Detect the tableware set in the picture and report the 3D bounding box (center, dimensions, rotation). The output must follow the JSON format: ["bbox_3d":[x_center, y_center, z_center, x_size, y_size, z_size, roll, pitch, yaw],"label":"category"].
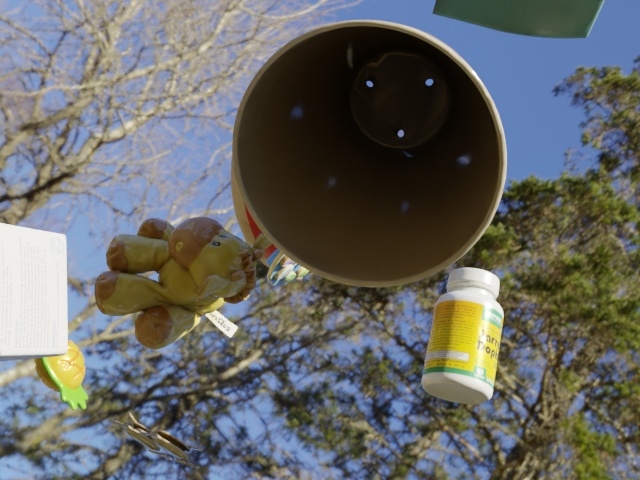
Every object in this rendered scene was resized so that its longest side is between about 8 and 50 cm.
[{"bbox_3d":[-0.322,0.395,1.539,0.194,0.039,0.128,-2,-42,47],"label":"tableware set"}]

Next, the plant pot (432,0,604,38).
[{"bbox_3d":[0.321,-0.412,1.175,0.234,0.165,0.165,20,-53,7],"label":"plant pot"}]

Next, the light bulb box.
[{"bbox_3d":[-0.671,0.093,1.252,0.358,0.361,0.225,-8,-99,20],"label":"light bulb box"}]

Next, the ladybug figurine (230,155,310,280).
[{"bbox_3d":[-0.038,-0.137,1.680,0.162,0.305,0.448,-12,-103,58],"label":"ladybug figurine"}]

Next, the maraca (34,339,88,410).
[{"bbox_3d":[-0.573,0.293,1.710,0.099,0.127,0.185,-30,-104,8],"label":"maraca"}]

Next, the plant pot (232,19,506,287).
[{"bbox_3d":[0.071,-0.125,0.829,0.257,0.274,0.256,5,-66,12],"label":"plant pot"}]

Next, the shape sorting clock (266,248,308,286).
[{"bbox_3d":[0.000,0.000,1.190,0.040,0.206,0.206,48,-44,18],"label":"shape sorting clock"}]

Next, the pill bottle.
[{"bbox_3d":[0.243,0.157,1.284,0.118,0.208,0.117,12,-25,6],"label":"pill bottle"}]

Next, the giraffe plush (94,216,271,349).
[{"bbox_3d":[-0.157,0.040,0.977,0.210,0.181,0.170,27,-36,-22],"label":"giraffe plush"}]
